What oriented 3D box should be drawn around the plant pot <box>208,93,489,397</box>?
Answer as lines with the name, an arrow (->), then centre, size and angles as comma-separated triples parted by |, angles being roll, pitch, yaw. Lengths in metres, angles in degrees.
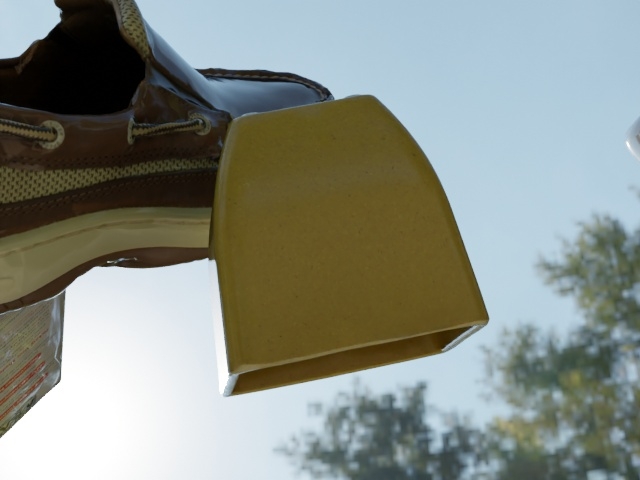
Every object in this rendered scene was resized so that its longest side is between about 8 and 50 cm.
plant pot -> 0.000, 0.000, 0.508 | 0.081, 0.083, 0.081 | -12, -10, -8

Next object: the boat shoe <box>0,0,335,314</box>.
boat shoe -> -0.071, -0.044, 0.562 | 0.095, 0.257, 0.095 | 20, -66, 27

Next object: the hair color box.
hair color box -> -0.155, 0.046, 0.713 | 0.043, 0.072, 0.141 | 38, -30, 12

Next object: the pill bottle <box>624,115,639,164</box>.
pill bottle -> 0.224, -0.006, 0.621 | 0.193, 0.108, 0.108 | 48, -51, 6
